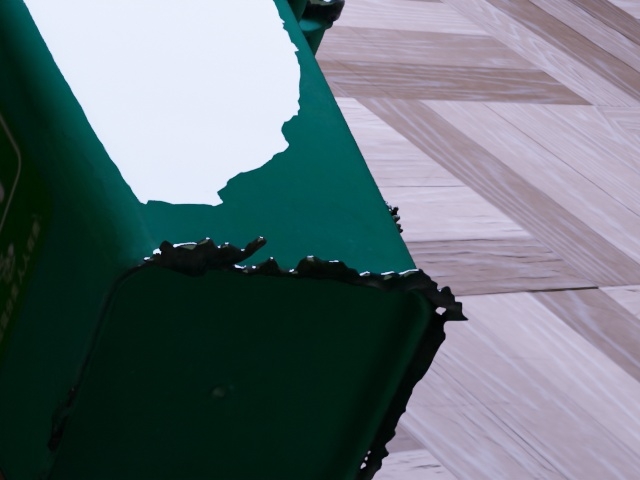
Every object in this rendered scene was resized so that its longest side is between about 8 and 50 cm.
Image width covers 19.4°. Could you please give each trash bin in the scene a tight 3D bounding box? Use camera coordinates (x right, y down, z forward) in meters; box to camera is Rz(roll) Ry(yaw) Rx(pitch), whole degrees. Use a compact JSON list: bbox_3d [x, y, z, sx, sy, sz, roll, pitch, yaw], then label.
[{"bbox_3d":[-0.091,-0.012,1.068,0.295,0.259,0.381,6,33,-29],"label":"trash bin"}]

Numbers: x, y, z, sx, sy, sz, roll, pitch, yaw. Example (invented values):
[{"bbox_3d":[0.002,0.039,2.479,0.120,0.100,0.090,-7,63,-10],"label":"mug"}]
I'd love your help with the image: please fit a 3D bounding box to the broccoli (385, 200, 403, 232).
[{"bbox_3d":[0.000,0.000,1.292,0.097,0.095,0.092,30,11,4],"label":"broccoli"}]
